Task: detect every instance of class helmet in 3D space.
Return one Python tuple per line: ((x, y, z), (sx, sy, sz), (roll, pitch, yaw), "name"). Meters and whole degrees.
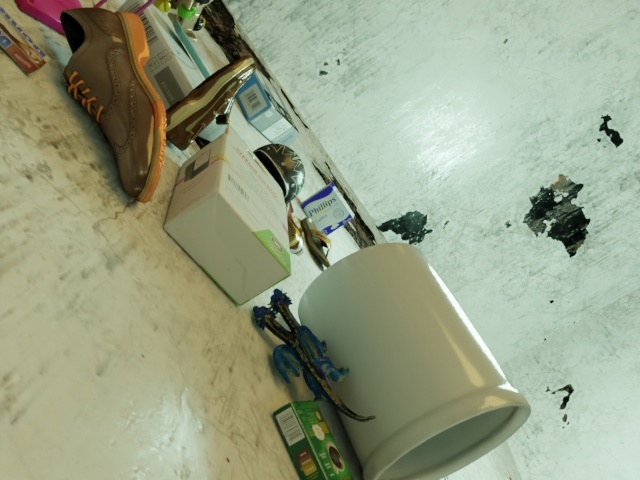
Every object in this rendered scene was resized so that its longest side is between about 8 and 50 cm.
((-0.117, -0.160, 1.519), (0.169, 0.161, 0.169), (53, 12, -17), "helmet")

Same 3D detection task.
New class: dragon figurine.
((-0.025, 0.204, 1.061), (0.144, 0.085, 0.289), (47, 5, -44), "dragon figurine")

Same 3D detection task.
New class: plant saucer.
((-0.296, -0.435, 1.469), (0.067, 0.018, 0.192), (60, -1, 42), "plant saucer")

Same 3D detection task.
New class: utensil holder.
((0.160, 0.242, 1.206), (0.327, 0.328, 0.385), (41, 17, -54), "utensil holder")

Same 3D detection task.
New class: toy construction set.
((-0.429, -0.683, 1.694), (0.309, 0.237, 0.257), (41, 42, 2), "toy construction set")

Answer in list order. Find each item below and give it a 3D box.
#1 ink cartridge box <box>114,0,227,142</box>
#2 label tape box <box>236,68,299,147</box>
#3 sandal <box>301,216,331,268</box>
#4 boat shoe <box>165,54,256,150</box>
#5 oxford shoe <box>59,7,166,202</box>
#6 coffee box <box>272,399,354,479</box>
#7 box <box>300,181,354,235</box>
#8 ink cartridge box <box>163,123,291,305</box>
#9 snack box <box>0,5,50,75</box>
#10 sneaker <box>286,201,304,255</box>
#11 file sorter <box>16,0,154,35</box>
((-0.312, -0.391, 1.519), (0.308, 0.091, 0.385), (59, 13, 10), "ink cartridge box")
((-0.183, -0.467, 2.215), (0.240, 0.106, 0.334), (63, 13, 25), "label tape box")
((0.000, 0.000, 1.829), (0.090, 0.060, 0.219), (48, 15, -38), "sandal")
((-0.222, -0.282, 1.280), (0.095, 0.257, 0.095), (55, -21, -24), "boat shoe")
((-0.336, -0.217, 0.973), (0.133, 0.130, 0.363), (0, 58, -37), "oxford shoe")
((-0.002, 0.340, 0.956), (0.184, 0.040, 0.113), (61, 11, 20), "coffee box")
((0.023, -0.100, 2.032), (0.137, 0.126, 0.072), (55, 13, -8), "box")
((-0.166, -0.065, 1.167), (0.207, 0.119, 0.353), (51, 14, -26), "ink cartridge box")
((-0.460, -0.314, 0.860), (0.178, 0.022, 0.064), (50, 12, -28), "snack box")
((-0.088, -0.041, 1.587), (0.084, 0.070, 0.185), (57, 13, -49), "sneaker")
((-0.448, -0.528, 1.085), (0.290, 0.182, 0.202), (60, 12, 12), "file sorter")
